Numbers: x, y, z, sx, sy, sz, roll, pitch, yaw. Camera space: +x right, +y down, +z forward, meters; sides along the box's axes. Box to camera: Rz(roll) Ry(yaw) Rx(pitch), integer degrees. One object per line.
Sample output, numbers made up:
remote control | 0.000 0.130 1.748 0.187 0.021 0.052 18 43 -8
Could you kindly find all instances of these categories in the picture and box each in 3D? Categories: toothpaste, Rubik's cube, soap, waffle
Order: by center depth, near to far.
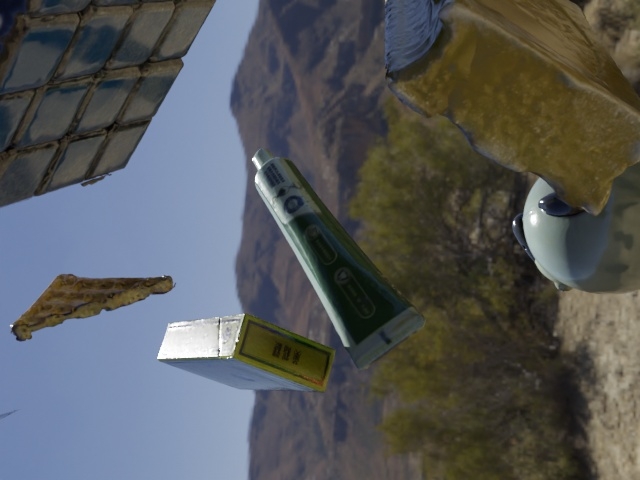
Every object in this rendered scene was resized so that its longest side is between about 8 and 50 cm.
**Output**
soap | 0.156 -0.166 0.722 0.091 0.199 0.315 -53 13 29
Rubik's cube | -0.334 -0.263 0.829 0.337 0.344 0.344 -53 -6 26
waffle | -0.234 0.069 0.875 0.097 0.153 0.023 -63 -35 -49
toothpaste | 0.000 0.000 1.097 0.392 0.099 0.061 55 -175 38

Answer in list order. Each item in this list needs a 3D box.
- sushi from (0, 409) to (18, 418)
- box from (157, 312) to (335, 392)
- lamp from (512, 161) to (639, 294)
sushi | -0.519 0.230 0.898 0.294 0.292 0.059 55 -169 -83
box | -0.101 0.150 1.102 0.220 0.141 0.064 -15 55 53
lamp | 0.346 -0.016 1.058 0.244 0.198 0.197 107 170 -78
